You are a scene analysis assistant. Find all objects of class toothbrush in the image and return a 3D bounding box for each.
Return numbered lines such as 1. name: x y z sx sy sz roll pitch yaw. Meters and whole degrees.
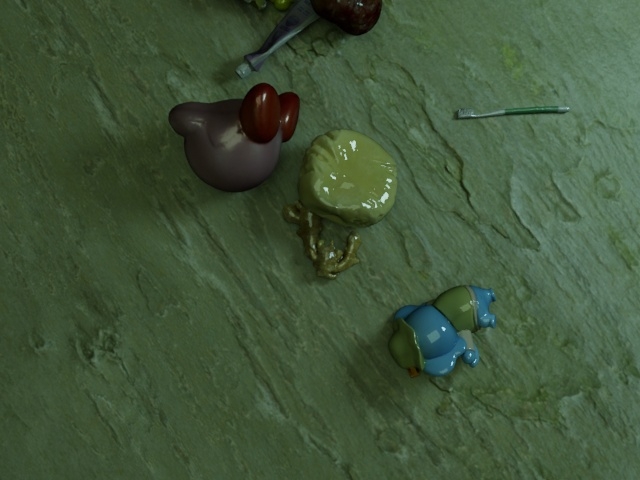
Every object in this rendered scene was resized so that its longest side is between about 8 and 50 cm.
1. toothbrush: 0.445 -0.298 1.679 0.257 0.018 0.024 -1 82 5

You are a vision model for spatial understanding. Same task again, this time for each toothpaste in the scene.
1. toothpaste: -0.085 -0.491 1.713 0.301 0.048 0.075 -44 58 -4

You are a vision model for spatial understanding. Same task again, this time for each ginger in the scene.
1. ginger: 0.000 0.000 1.688 0.193 0.052 0.176 6 83 4

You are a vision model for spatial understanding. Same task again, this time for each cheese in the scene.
1. cheese: 0.066 -0.141 1.647 0.225 0.117 0.214 17 74 -6

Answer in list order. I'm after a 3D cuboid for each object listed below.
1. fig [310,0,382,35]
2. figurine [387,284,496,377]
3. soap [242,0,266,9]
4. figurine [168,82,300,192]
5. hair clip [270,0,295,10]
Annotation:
1. fig: 0.064 -0.608 1.658 0.170 0.145 0.274 13 76 -30
2. figurine: 0.277 0.204 1.613 0.262 0.154 0.180 -19 76 8
3. soap: -0.207 -0.649 1.689 0.233 0.076 0.135 33 99 14
4. figurine: -0.179 -0.216 1.622 0.261 0.269 0.211 -9 93 13
5. hair clip: -0.086 -0.631 1.715 0.072 0.046 0.173 5 91 14
